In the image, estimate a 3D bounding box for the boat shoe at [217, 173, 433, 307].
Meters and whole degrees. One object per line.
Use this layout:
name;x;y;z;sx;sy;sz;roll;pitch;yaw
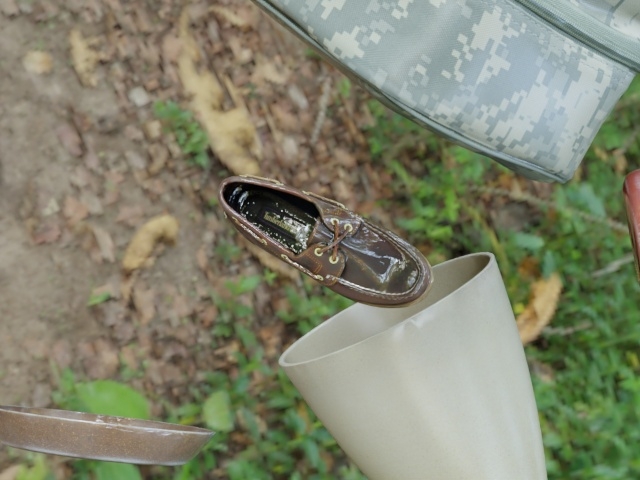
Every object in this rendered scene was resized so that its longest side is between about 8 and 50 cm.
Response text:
boat shoe;0.000;0.000;1.115;0.073;0.207;0.073;-66;162;-7

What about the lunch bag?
lunch bag;0.084;-0.223;0.777;0.212;0.256;0.305;21;18;-42

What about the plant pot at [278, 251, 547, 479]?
plant pot;0.131;0.191;1.352;0.274;0.256;0.256;63;25;-4

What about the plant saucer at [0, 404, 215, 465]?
plant saucer;-0.161;0.142;0.912;0.168;0.168;0.029;17;77;-60

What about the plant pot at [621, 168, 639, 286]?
plant pot;0.264;0.047;0.474;0.272;0.265;0.272;-12;90;-77
